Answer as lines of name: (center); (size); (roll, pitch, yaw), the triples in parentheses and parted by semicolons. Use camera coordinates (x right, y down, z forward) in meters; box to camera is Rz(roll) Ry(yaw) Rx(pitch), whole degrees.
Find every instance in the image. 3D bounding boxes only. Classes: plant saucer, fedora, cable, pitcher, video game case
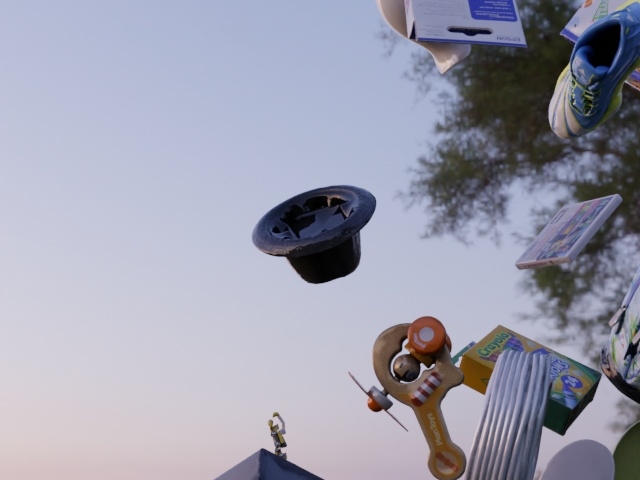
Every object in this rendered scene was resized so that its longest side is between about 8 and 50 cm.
plant saucer: (0.738, 0.498, 2.018); (0.241, 0.241, 0.037); (6, 6, -17)
fedora: (0.000, 0.000, 2.106); (0.334, 0.334, 0.153); (-9, -66, 21)
cable: (0.285, 0.291, 1.360); (0.089, 0.257, 0.257); (12, 12, 17)
pitcher: (0.205, -0.452, 1.788); (0.125, 0.178, 0.207); (-36, -67, 27)
video game case: (0.535, -0.016, 1.962); (0.023, 0.201, 0.183); (50, -22, -11)

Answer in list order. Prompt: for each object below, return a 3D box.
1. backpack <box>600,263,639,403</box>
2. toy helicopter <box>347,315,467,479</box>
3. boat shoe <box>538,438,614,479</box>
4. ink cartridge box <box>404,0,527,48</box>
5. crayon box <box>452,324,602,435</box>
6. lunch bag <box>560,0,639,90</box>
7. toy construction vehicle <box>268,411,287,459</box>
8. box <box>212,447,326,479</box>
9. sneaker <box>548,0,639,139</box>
backpack: (0.580, 0.108, 1.301); (0.290, 0.273, 0.356); (15, -60, 12)
toy helicopter: (0.208, 0.352, 1.957); (0.235, 0.355, 0.140); (-22, -21, 6)
boat shoe: (0.445, 0.542, 1.731); (0.127, 0.340, 0.158); (30, -34, 23)
ink cartridge box: (0.231, -0.414, 1.522); (0.175, 0.371, 0.069); (3, -46, -2)
crayon box: (0.461, 0.306, 2.103); (0.323, 0.083, 0.203); (25, 29, 27)
lunch bag: (0.777, -0.465, 1.955); (0.239, 0.385, 0.328); (25, -73, -32)
toy construction vehicle: (-0.093, 0.448, 2.065); (0.035, 0.098, 0.086); (-12, -27, -9)
box: (-0.080, 0.584, 1.678); (0.343, 0.179, 0.312); (34, -53, -27)
sneaker: (0.334, -0.211, 1.134); (0.126, 0.091, 0.240); (-21, -27, -36)
